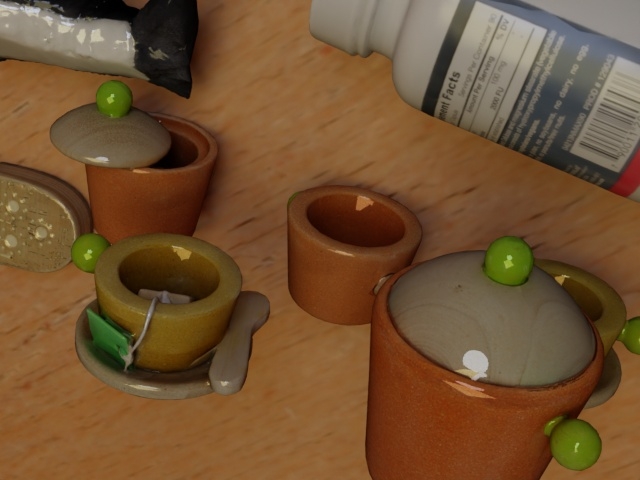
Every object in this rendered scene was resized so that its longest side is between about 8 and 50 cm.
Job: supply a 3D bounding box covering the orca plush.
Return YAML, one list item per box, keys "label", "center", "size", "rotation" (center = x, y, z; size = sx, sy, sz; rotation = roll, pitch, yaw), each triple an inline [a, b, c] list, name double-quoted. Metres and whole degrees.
- label: "orca plush"
  center: [-0.197, -0.164, 0.540]
  size: [0.287, 0.151, 0.102]
  rotation: [11, 81, 15]

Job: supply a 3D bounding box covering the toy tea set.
- label: "toy tea set"
  center: [0.000, 0.000, 0.491]
  size: [0.336, 0.200, 0.124]
  rotation: [20, 122, 14]

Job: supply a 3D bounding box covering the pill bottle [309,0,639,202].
- label: "pill bottle"
  center: [0.093, -0.099, 0.474]
  size: [0.180, 0.108, 0.108]
  rotation: [24, 114, 7]

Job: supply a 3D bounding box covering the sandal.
- label: "sandal"
  center: [-0.266, -0.016, 0.622]
  size: [0.240, 0.079, 0.088]
  rotation: [8, 111, 13]
